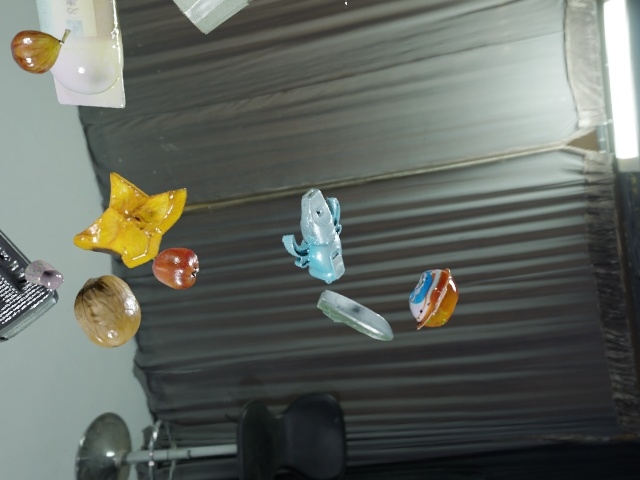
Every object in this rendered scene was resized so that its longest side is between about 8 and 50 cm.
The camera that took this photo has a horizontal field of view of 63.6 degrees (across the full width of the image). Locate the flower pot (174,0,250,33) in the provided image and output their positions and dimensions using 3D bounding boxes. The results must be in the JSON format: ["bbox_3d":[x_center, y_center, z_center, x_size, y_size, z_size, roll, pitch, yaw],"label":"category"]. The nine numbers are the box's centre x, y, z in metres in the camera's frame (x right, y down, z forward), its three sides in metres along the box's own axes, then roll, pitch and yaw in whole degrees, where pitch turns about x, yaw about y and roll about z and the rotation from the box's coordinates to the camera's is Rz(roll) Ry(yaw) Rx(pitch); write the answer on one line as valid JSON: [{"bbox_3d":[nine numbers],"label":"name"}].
[{"bbox_3d":[-0.347,-0.833,1.688,0.290,0.259,0.290,48,12,-13],"label":"flower pot"}]

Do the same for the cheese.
[{"bbox_3d":[0.356,0.185,1.671,0.217,0.129,0.329,-62,178,0],"label":"cheese"}]

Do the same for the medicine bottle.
[{"bbox_3d":[-0.759,-0.633,1.652,0.235,0.236,0.406,-79,174,-62],"label":"medicine bottle"}]

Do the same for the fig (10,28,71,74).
[{"bbox_3d":[-0.582,-0.406,1.090,0.089,0.125,0.088,-19,90,-86],"label":"fig"}]

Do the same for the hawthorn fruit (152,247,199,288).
[{"bbox_3d":[-0.551,0.094,1.890,0.162,0.204,0.162,15,90,-83],"label":"hawthorn fruit"}]

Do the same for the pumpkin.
[{"bbox_3d":[-0.533,-0.058,1.471,0.258,0.290,0.095,-69,157,-9],"label":"pumpkin"}]

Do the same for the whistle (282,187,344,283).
[{"bbox_3d":[0.000,0.000,1.253,0.186,0.093,0.274,-43,136,-35],"label":"whistle"}]

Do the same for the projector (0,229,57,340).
[{"bbox_3d":[-1.025,0.106,1.575,0.395,0.242,0.405,53,-27,-10],"label":"projector"}]

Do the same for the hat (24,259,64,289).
[{"bbox_3d":[-0.649,0.086,1.219,0.087,0.042,0.058,47,68,-41],"label":"hat"}]

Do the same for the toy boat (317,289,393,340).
[{"bbox_3d":[0.110,0.241,1.597,0.085,0.261,0.078,-58,-174,43],"label":"toy boat"}]

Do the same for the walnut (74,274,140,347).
[{"bbox_3d":[-0.597,0.198,1.449,0.207,0.167,0.167,65,12,-4],"label":"walnut"}]
